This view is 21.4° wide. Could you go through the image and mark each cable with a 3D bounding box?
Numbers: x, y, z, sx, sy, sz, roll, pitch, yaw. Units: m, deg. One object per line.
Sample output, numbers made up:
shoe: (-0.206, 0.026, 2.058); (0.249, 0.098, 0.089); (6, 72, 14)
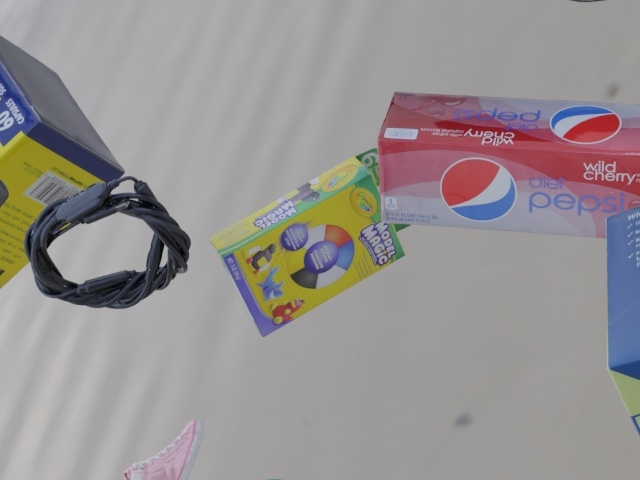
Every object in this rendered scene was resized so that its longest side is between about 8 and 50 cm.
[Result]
cable: (-0.231, 0.010, 1.830); (0.184, 0.150, 0.047); (-31, 33, 23)

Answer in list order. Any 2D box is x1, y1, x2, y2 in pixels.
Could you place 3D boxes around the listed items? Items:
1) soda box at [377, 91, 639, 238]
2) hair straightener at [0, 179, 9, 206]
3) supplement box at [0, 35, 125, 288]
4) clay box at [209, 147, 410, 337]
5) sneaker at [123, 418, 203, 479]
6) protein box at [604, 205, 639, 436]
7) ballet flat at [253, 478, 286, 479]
soda box: (0.184, -0.063, 1.440); (0.083, 0.263, 0.092); (-69, -21, -52)
hair straightener: (-0.358, 0.010, 1.566); (0.089, 0.047, 0.230); (-32, 16, 44)
supplement box: (-0.455, -0.058, 2.067); (0.356, 0.195, 0.194); (-42, 60, 8)
clay box: (0.000, 0.000, 1.912); (0.222, 0.127, 0.053); (-30, 37, -6)
sneaker: (-0.185, 0.258, 1.959); (0.051, 0.070, 0.134); (127, 166, -66)
protein box: (0.320, 0.055, 1.217); (0.200, 0.136, 0.201); (-20, 26, 20)
ballet flat: (-0.069, 0.253, 1.455); (0.073, 0.080, 0.232); (-50, -21, 14)
